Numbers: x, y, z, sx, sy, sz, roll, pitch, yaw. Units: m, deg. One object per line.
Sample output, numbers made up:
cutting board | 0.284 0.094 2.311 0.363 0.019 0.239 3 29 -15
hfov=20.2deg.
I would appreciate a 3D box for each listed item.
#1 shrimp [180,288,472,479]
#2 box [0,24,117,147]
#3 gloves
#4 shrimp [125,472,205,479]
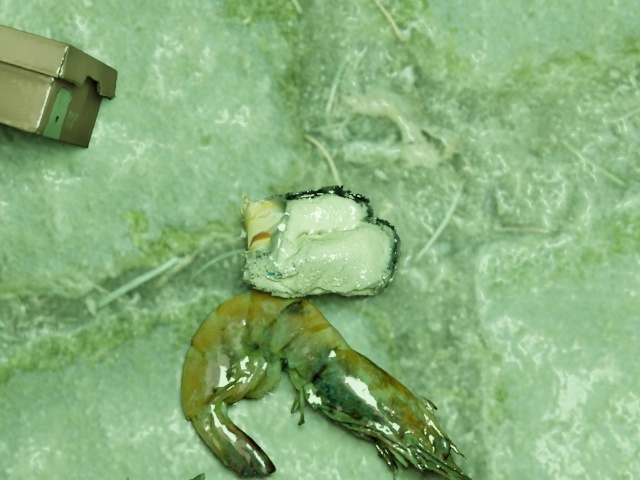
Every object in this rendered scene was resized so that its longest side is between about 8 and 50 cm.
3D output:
shrimp | -0.003 0.171 1.670 0.296 0.058 0.169 38 88 13
box | -0.315 -0.157 1.664 0.215 0.215 0.086 17 91 5
gloves | 0.000 0.003 1.688 0.153 0.070 0.114 0 52 -1
shrimp | -0.130 0.280 1.594 0.372 0.172 0.137 -10 74 7
